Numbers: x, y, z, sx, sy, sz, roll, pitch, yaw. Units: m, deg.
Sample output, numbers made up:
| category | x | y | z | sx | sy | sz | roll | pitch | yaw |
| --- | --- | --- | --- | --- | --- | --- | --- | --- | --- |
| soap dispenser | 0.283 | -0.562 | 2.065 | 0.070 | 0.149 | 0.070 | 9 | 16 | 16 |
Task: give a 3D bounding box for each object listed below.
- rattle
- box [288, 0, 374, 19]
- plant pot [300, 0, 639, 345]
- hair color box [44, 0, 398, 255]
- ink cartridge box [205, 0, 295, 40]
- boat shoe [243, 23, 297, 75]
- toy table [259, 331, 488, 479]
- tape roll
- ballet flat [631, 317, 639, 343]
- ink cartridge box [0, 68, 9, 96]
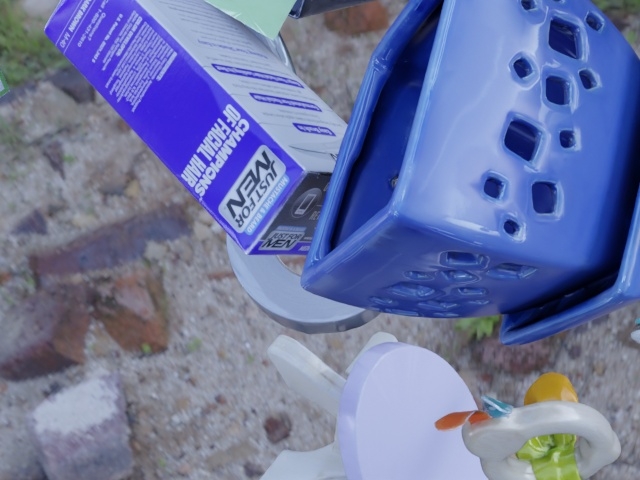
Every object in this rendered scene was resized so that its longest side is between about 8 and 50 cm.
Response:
| category | x | y | z | sx | sy | sz | roll | pitch | yaw |
| --- | --- | --- | --- | --- | --- | --- | --- | --- | --- |
| rattle | 0.180 | 0.145 | 1.133 | 0.200 | 0.130 | 0.142 | 25 | 56 | -28 |
| box | 0.033 | -0.434 | 1.325 | 0.179 | 0.343 | 0.312 | 31 | 116 | 16 |
| plant pot | 0.138 | -0.054 | 0.921 | 0.212 | 0.236 | 0.236 | 21 | 70 | -9 |
| hair color box | -0.096 | -0.132 | 1.204 | 0.339 | 0.185 | 0.110 | 45 | 112 | 25 |
| ink cartridge box | -0.065 | -0.272 | 0.954 | 0.171 | 0.056 | 0.235 | 30 | 39 | -7 |
| boat shoe | -0.141 | -0.311 | 1.546 | 0.103 | 0.118 | 0.320 | -36 | 92 | 3 |
| toy table | 0.055 | 0.213 | 1.331 | 0.161 | 0.274 | 0.252 | 11 | 40 | 44 |
| tape roll | 0.000 | 0.000 | 1.468 | 0.219 | 0.072 | 0.219 | -1 | 75 | 5 |
| ballet flat | 0.596 | 0.111 | 1.516 | 0.400 | 0.139 | 0.139 | -15 | 62 | 5 |
| ink cartridge box | -0.509 | -0.171 | 1.534 | 0.109 | 0.062 | 0.209 | 23 | 53 | 38 |
